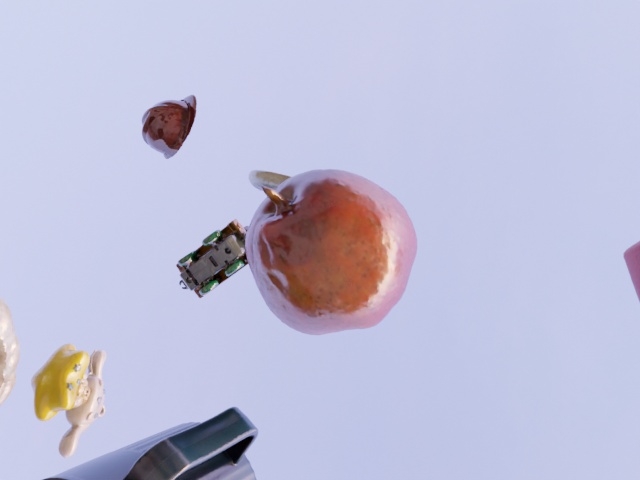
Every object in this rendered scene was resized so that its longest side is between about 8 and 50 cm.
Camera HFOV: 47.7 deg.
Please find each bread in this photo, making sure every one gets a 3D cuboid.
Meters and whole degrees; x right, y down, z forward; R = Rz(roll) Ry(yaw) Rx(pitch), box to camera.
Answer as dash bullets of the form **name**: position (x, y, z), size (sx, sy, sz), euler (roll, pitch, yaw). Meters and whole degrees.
- **bread**: position (-0.053, -0.092, 1.311), size (0.193, 0.112, 0.036), euler (15, -95, 15)

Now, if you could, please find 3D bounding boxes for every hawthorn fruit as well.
- **hawthorn fruit**: position (0.000, 0.000, 1.159), size (0.277, 0.298, 0.276), euler (-28, -140, 26)

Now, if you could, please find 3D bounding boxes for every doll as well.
- **doll**: position (-0.303, 0.195, 0.883), size (0.072, 0.113, 0.135), euler (-5, -105, 19)

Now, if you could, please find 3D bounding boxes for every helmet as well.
- **helmet**: position (-0.236, -0.178, 1.082), size (0.111, 0.057, 0.089), euler (-42, -137, 39)

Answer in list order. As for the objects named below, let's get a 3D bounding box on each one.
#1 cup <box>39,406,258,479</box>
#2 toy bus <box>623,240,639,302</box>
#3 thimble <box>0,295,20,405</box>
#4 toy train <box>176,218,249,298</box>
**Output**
- **cup**: position (-0.254, 0.389, 1.071), size (0.242, 0.292, 0.307), euler (12, -81, 29)
- **toy bus**: position (0.597, 0.107, 1.182), size (0.120, 0.121, 0.264), euler (-1, -115, -21)
- **thimble**: position (-0.493, 0.122, 0.763), size (0.195, 0.292, 0.291), euler (21, -95, 39)
- **toy train**: position (-0.203, 0.033, 1.478), size (0.228, 0.136, 0.091), euler (-36, -89, 28)
